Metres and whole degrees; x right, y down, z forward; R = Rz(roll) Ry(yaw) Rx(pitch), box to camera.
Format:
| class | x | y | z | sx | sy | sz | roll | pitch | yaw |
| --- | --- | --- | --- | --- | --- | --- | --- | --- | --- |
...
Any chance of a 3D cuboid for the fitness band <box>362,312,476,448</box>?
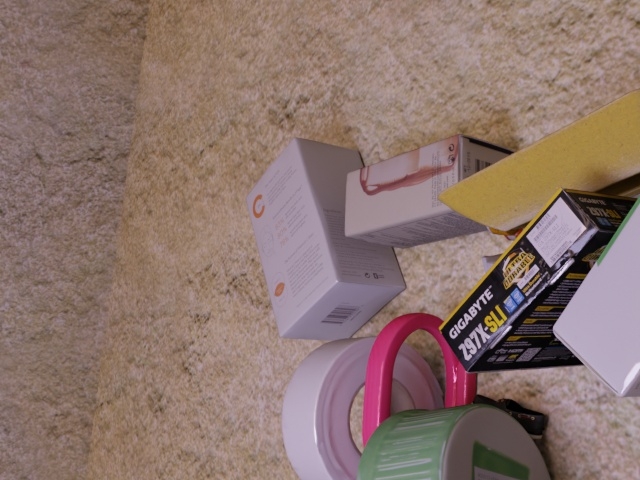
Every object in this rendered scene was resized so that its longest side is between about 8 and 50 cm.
| class | x | y | z | sx | sy | sz | roll | pitch | yaw |
| --- | --- | --- | --- | --- | --- | --- | --- | --- | --- |
| fitness band | 0.162 | 0.264 | 1.442 | 0.054 | 0.209 | 0.290 | -7 | 77 | 56 |

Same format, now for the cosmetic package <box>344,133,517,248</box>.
| class | x | y | z | sx | sy | sz | roll | pitch | yaw |
| --- | --- | --- | --- | --- | --- | --- | --- | --- | --- |
| cosmetic package | 0.189 | -0.077 | 1.530 | 0.296 | 0.153 | 0.129 | -14 | 70 | 52 |

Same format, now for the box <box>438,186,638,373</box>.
| class | x | y | z | sx | sy | sz | roll | pitch | yaw |
| --- | --- | --- | --- | --- | --- | --- | --- | --- | --- |
| box | 0.345 | 0.059 | 1.126 | 0.257 | 0.322 | 0.079 | -57 | 47 | 32 |

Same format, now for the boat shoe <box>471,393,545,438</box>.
| class | x | y | z | sx | sy | sz | roll | pitch | yaw |
| --- | --- | --- | --- | --- | --- | --- | --- | --- | --- |
| boat shoe | 0.297 | 0.269 | 1.389 | 0.133 | 0.049 | 0.042 | 20 | 103 | 48 |

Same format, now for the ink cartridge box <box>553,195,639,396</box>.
| class | x | y | z | sx | sy | sz | roll | pitch | yaw |
| --- | --- | --- | --- | --- | --- | --- | --- | --- | --- |
| ink cartridge box | 0.444 | 0.065 | 1.015 | 0.121 | 0.289 | 0.211 | 50 | 123 | 44 |

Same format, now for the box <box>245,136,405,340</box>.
| class | x | y | z | sx | sy | sz | roll | pitch | yaw |
| --- | --- | --- | --- | --- | --- | --- | --- | --- | --- |
| box | 0.000 | 0.000 | 1.766 | 0.215 | 0.168 | 0.345 | -46 | 48 | 40 |

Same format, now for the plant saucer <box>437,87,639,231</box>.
| class | x | y | z | sx | sy | sz | roll | pitch | yaw |
| --- | --- | --- | --- | --- | --- | --- | --- | --- | --- |
| plant saucer | 0.376 | -0.099 | 1.135 | 0.333 | 0.333 | 0.081 | -28 | 77 | 49 |

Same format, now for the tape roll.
| class | x | y | z | sx | sy | sz | roll | pitch | yaw |
| --- | --- | --- | --- | --- | --- | --- | --- | --- | --- |
| tape roll | 0.078 | 0.304 | 1.492 | 0.100 | 0.286 | 0.286 | -15 | 71 | 53 |

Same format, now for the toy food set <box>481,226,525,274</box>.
| class | x | y | z | sx | sy | sz | roll | pitch | yaw |
| --- | --- | --- | --- | --- | --- | --- | --- | --- | --- |
| toy food set | 0.294 | 0.050 | 1.371 | 0.104 | 0.111 | 0.232 | 7 | 120 | 55 |

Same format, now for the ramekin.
| class | x | y | z | sx | sy | sz | roll | pitch | yaw |
| --- | --- | --- | --- | --- | --- | --- | --- | --- | --- |
| ramekin | 0.209 | 0.384 | 1.280 | 0.148 | 0.303 | 0.303 | -26 | 62 | 43 |
